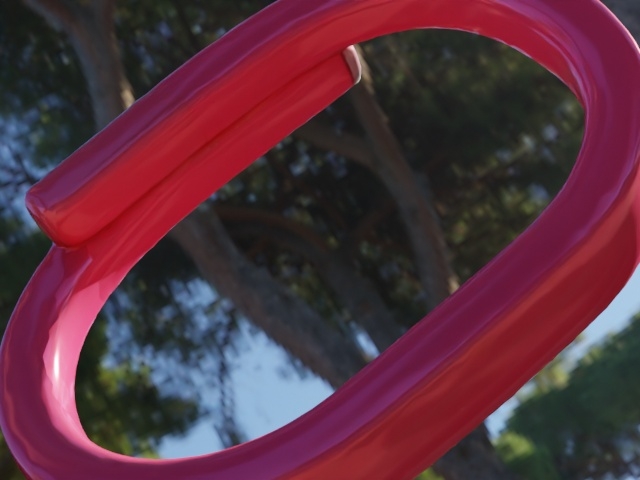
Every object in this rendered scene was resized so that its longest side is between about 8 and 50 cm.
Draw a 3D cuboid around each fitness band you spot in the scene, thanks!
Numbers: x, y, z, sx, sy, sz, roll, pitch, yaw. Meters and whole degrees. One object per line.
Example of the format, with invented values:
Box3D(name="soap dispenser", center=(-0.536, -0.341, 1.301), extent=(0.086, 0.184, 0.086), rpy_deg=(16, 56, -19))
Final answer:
Box3D(name="fitness band", center=(0.000, 0.000, 0.663), extent=(0.291, 0.209, 0.054), rpy_deg=(-40, -40, -11))
